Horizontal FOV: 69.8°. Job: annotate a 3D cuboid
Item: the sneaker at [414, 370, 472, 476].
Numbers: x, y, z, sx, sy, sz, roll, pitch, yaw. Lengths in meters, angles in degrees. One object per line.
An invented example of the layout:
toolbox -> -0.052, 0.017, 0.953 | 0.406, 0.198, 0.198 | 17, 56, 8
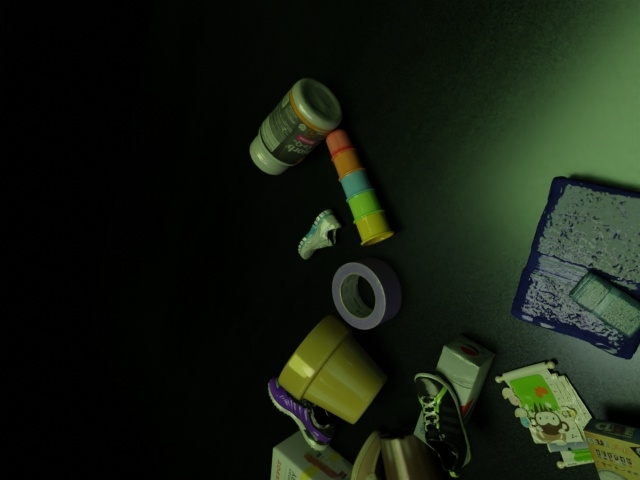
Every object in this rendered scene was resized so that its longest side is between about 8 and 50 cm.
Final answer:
sneaker -> 0.275, 0.416, 1.046 | 0.084, 0.097, 0.234 | -32, 80, 41

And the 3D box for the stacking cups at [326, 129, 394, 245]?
stacking cups -> 0.101, -0.146, 1.238 | 0.096, 0.096, 0.316 | -32, 72, 44

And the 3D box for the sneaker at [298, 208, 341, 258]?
sneaker -> 0.000, 0.000, 1.376 | 0.083, 0.071, 0.190 | 47, 129, 20

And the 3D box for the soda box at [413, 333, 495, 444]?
soda box -> 0.325, 0.381, 1.124 | 0.098, 0.091, 0.286 | 30, 119, 36

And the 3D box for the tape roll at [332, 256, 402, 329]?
tape roll -> 0.127, 0.145, 1.274 | 0.189, 0.080, 0.189 | 11, 107, 42

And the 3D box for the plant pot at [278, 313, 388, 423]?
plant pot -> 0.048, 0.380, 1.307 | 0.239, 0.254, 0.254 | 37, 125, 14

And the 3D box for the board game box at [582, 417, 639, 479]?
board game box -> 0.616, 0.420, 0.807 | 0.243, 0.042, 0.165 | -8, 107, 57

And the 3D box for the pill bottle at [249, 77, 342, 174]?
pill bottle -> -0.079, -0.314, 1.312 | 0.278, 0.162, 0.162 | -36, 74, 44

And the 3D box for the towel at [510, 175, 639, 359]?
towel -> 0.518, 0.045, 0.874 | 0.228, 0.076, 0.308 | 21, 113, 32

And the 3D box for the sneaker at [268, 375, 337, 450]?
sneaker -> -0.049, 0.541, 1.537 | 0.293, 0.102, 0.146 | 41, 121, 25

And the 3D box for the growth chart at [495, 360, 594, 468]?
growth chart -> 0.504, 0.378, 0.997 | 0.172, 0.021, 0.237 | -49, 65, 41

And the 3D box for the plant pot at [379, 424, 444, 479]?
plant pot -> 0.237, 0.593, 1.224 | 0.167, 0.167, 0.165 | -27, 72, 45

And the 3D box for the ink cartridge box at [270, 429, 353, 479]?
ink cartridge box -> 0.014, 0.851, 1.493 | 0.385, 0.160, 0.279 | 23, 115, 39

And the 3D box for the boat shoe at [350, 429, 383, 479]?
boat shoe -> 0.137, 0.709, 1.276 | 0.110, 0.341, 0.121 | 9, 150, 26

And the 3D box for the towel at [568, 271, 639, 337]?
towel -> 0.517, 0.113, 0.823 | 0.119, 0.029, 0.067 | 40, 123, 25
